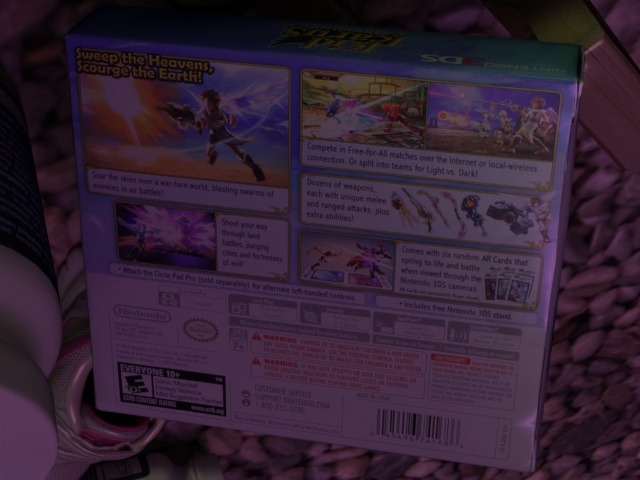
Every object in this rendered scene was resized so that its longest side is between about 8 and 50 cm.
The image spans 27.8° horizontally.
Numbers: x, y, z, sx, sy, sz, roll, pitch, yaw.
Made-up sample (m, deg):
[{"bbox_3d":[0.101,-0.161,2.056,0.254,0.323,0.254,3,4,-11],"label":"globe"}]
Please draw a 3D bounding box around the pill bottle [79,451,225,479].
[{"bbox_3d":[-0.162,0.229,1.069,0.169,0.094,0.094,-11,137,-11],"label":"pill bottle"}]

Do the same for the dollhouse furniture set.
[{"bbox_3d":[0.068,-0.071,0.803,0.242,0.161,0.212,-38,136,17],"label":"dollhouse furniture set"}]

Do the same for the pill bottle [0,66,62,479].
[{"bbox_3d":[-0.221,0.016,0.696,0.153,0.264,0.153,-12,137,-11],"label":"pill bottle"}]

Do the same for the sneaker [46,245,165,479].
[{"bbox_3d":[-0.173,0.116,0.934,0.103,0.111,0.252,8,130,-29],"label":"sneaker"}]

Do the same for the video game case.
[{"bbox_3d":[0.000,0.000,0.729,0.270,0.061,0.244,7,120,10],"label":"video game case"}]
